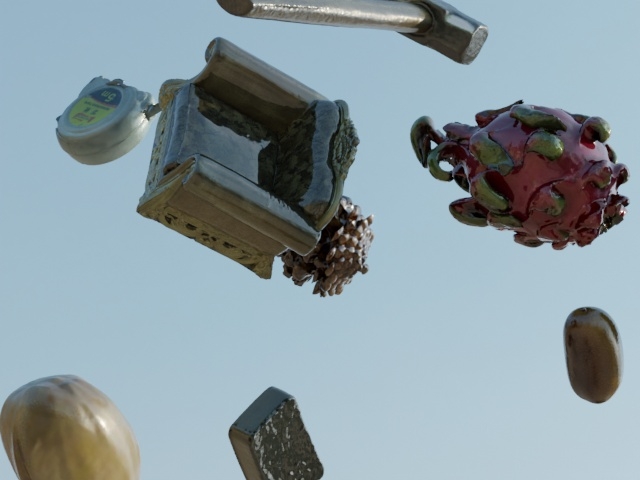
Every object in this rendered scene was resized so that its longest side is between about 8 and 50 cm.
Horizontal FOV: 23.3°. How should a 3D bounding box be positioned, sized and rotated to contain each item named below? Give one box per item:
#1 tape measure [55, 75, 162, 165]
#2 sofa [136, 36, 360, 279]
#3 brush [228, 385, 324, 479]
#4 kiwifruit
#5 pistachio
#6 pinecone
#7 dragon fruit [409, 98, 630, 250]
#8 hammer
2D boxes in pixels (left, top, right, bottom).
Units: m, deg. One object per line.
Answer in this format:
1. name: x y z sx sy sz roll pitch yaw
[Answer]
1. tape measure: -0.272 -0.165 2.339 0.330 0.164 0.084 20 -26 45
2. sofa: -0.086 -0.113 1.874 0.200 0.258 0.182 28 -46 -22
3. brush: -0.070 0.347 2.546 0.059 0.123 0.197 18 -40 43
4. kiwifruit: 0.327 0.136 1.863 0.075 0.075 0.124 0 -65 31
5. pistachio: -0.343 0.283 2.127 0.162 0.181 0.293 3 -35 16
6. pinecone: 0.000 0.000 2.330 0.174 0.173 0.173 14 -26 7
7. dragon fruit: 0.257 -0.082 1.987 0.273 0.218 0.198 1 -67 50
8. hammer: 0.023 -0.192 1.317 0.111 0.043 0.365 33 20 23
